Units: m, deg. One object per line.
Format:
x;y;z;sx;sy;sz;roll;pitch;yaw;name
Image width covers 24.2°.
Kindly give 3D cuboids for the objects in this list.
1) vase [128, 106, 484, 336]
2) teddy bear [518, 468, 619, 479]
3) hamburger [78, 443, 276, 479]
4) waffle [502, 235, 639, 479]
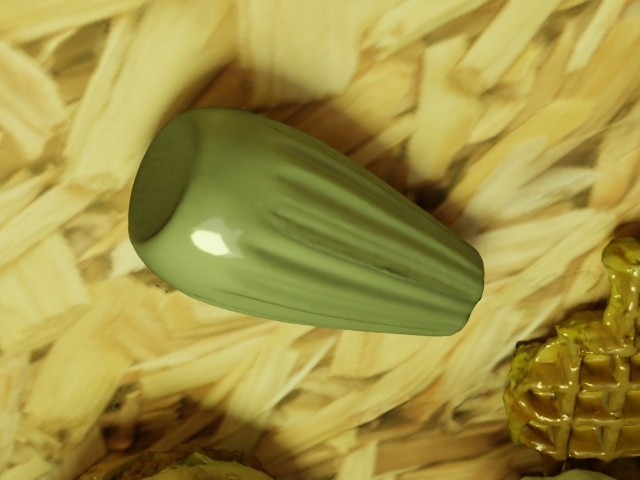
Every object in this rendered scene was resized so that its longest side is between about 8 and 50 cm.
0.000;0.000;0.994;0.248;0.128;0.128;21;125;-29;vase
0.162;0.371;1.154;0.327;0.375;0.362;28;128;23;teddy bear
-0.118;0.294;1.127;0.259;0.144;0.283;16;84;-39;hamburger
0.246;0.095;1.123;0.253;0.056;0.249;-27;126;20;waffle
